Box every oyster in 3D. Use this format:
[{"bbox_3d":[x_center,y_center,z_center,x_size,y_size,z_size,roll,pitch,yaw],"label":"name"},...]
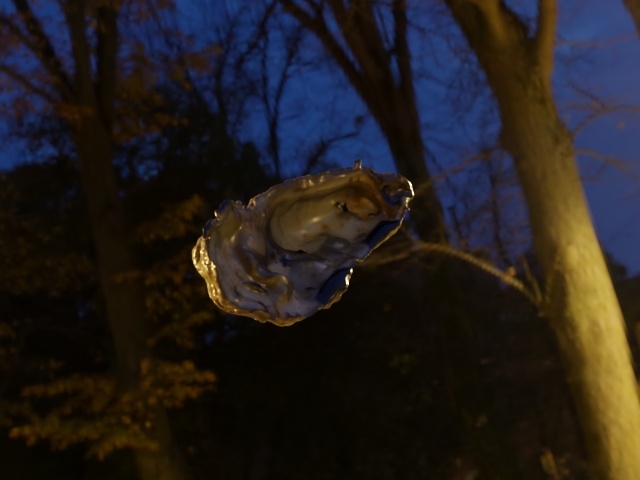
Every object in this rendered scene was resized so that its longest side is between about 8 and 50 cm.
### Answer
[{"bbox_3d":[-0.002,-0.002,1.126,0.345,0.129,0.078,-30,-20,-54],"label":"oyster"}]
